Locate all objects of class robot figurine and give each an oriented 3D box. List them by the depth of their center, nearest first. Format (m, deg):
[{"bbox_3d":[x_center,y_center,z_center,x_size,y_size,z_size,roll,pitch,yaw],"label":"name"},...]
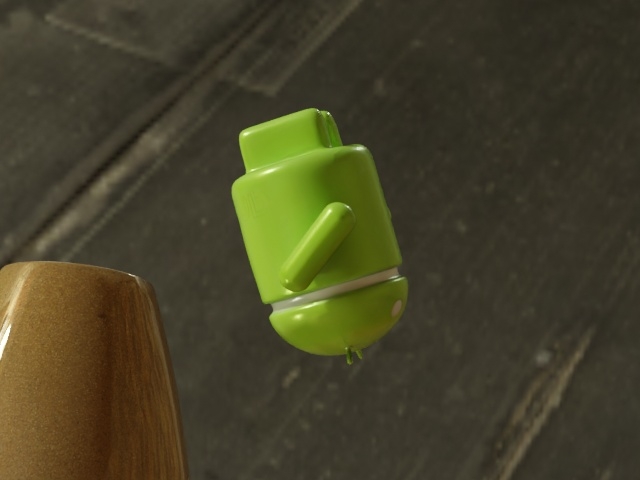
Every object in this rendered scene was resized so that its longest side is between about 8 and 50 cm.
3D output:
[{"bbox_3d":[0.000,0.000,0.752,0.067,0.115,0.101,-16,-2,10],"label":"robot figurine"}]

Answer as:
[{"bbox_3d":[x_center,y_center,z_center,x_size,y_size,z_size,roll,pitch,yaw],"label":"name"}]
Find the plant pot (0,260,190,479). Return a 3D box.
[{"bbox_3d":[-0.195,0.152,1.237,0.237,0.237,0.254,5,75,3],"label":"plant pot"}]
